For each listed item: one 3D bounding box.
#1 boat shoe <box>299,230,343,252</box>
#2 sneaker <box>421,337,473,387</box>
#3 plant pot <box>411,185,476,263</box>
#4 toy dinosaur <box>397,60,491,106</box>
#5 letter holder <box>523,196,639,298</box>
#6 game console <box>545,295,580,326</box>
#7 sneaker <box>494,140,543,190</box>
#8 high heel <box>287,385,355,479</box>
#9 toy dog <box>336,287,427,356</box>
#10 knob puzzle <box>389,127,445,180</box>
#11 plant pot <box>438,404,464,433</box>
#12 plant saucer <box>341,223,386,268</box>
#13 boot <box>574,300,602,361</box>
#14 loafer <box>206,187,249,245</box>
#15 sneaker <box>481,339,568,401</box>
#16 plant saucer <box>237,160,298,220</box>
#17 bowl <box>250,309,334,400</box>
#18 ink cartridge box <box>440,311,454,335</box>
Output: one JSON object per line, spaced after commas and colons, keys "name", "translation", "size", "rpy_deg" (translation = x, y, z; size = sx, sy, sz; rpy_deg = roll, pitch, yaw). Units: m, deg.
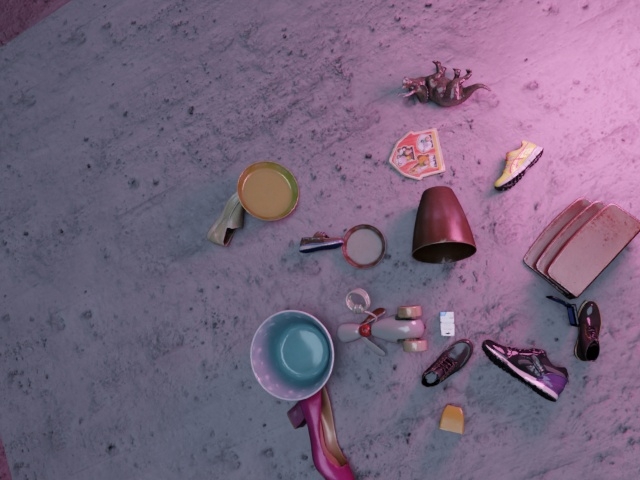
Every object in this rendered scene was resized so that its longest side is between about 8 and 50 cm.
{"name": "boat shoe", "translation": [0.000, 0.000, 1.958], "size": [0.183, 0.066, 0.066], "rpy_deg": [-9, 71, 23]}
{"name": "sneaker", "translation": [0.434, 0.423, 1.765], "size": [0.222, 0.118, 0.083], "rpy_deg": [-46, 74, 6]}
{"name": "plant pot", "translation": [0.417, -0.063, 1.801], "size": [0.215, 0.215, 0.231], "rpy_deg": [-6, 68, 15]}
{"name": "toy dinosaur", "translation": [0.458, -0.554, 1.899], "size": [0.313, 0.121, 0.160], "rpy_deg": [20, 101, 12]}
{"name": "letter holder", "translation": [0.835, 0.008, 1.690], "size": [0.214, 0.152, 0.302], "rpy_deg": [43, 95, 18]}
{"name": "game console", "translation": [0.784, 0.229, 1.690], "size": [0.071, 0.122, 0.107], "rpy_deg": [-9, 81, 15]}
{"name": "sneaker", "translation": [0.671, -0.261, 1.812], "size": [0.208, 0.081, 0.094], "rpy_deg": [-45, 67, -1]}
{"name": "high heel", "translation": [0.042, 0.697, 1.830], "size": [0.181, 0.127, 0.377], "rpy_deg": [-47, 70, 17]}
{"name": "toy dog", "translation": [0.239, 0.308, 1.841], "size": [0.333, 0.161, 0.220], "rpy_deg": [15, 90, 32]}
{"name": "knob puzzle", "translation": [0.349, -0.317, 1.927], "size": [0.213, 0.030, 0.213], "rpy_deg": [-2, 83, 15]}
{"name": "plant pot", "translation": [0.447, 0.603, 1.762], "size": [0.081, 0.081, 0.083], "rpy_deg": [7, 75, 16]}
{"name": "plant saucer", "translation": [0.162, 0.023, 1.937], "size": [0.168, 0.029, 0.169], "rpy_deg": [-2, 82, 14]}
{"name": "boot", "translation": [0.863, 0.290, 1.652], "size": [0.076, 0.137, 0.198], "rpy_deg": [5, 84, 16]}
{"name": "loafer", "translation": [-0.342, -0.088, 2.059], "size": [0.092, 0.102, 0.269], "rpy_deg": [38, 102, 14]}
{"name": "sneaker", "translation": [0.676, 0.397, 1.725], "size": [0.283, 0.107, 0.124], "rpy_deg": [35, 78, 13]}
{"name": "plant saucer", "translation": [-0.205, -0.188, 2.014], "size": [0.240, 0.037, 0.241], "rpy_deg": [4, 75, -15]}
{"name": "bowl", "translation": [-0.083, 0.408, 1.888], "size": [0.311, 0.163, 0.312], "rpy_deg": [-2, 82, 15]}
{"name": "ink cartridge box", "translation": [0.445, 0.292, 1.825], "size": [0.048, 0.028, 0.083], "rpy_deg": [-2, 82, 15]}
